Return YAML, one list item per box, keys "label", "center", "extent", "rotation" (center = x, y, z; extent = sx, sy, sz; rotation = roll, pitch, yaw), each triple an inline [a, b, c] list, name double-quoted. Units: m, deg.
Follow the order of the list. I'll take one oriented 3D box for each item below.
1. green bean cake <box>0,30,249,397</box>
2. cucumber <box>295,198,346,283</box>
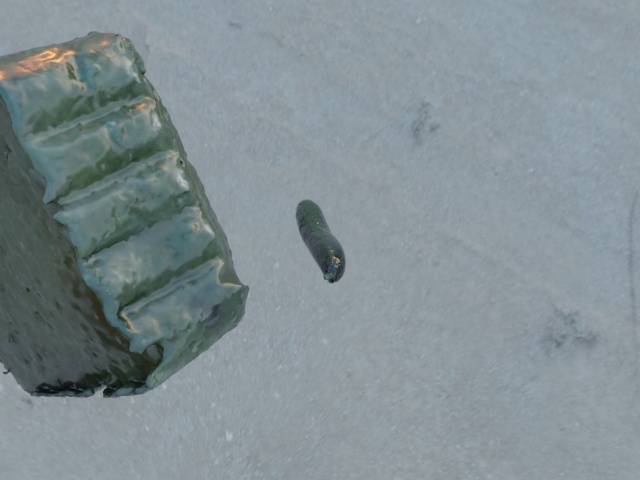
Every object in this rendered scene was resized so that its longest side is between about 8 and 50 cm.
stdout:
- label: "green bean cake"
  center: [-0.138, -0.010, 0.480]
  extent: [0.094, 0.173, 0.181]
  rotation: [-35, 104, -41]
- label: "cucumber"
  center: [0.000, 0.000, 0.876]
  extent: [0.033, 0.184, 0.036]
  rotation: [-22, 116, -3]
